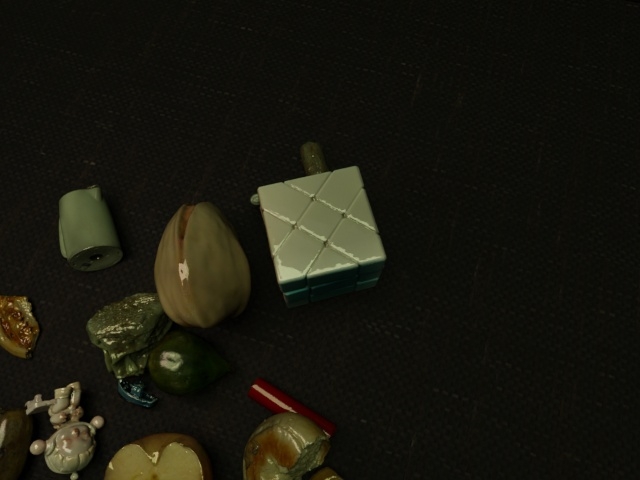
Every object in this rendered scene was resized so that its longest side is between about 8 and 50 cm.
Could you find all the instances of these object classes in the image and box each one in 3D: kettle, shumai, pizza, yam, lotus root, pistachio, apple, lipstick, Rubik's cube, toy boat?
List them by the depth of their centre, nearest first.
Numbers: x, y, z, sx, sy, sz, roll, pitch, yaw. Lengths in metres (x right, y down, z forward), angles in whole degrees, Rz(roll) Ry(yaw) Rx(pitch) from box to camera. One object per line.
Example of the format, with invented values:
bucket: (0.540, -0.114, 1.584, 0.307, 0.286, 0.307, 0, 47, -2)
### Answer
apple: (-0.420, 0.665, 1.227, 0.294, 0.163, 0.250, -7, 79, 12)
lotus root: (-0.907, 0.600, 1.279, 0.124, 0.123, 0.240, -8, 69, 29)
lipstick: (-0.086, 0.512, 1.332, 0.280, 0.073, 0.073, 29, 72, 11)
pistachio: (-0.348, 0.078, 1.357, 0.282, 0.365, 0.445, -12, 42, 3)
toy boat: (-0.561, 0.463, 1.359, 0.137, 0.060, 0.060, 19, 90, 14)
shumai: (-0.568, 0.293, 1.391, 0.225, 0.221, 0.261, 14, 38, 45)
Rubik's cube: (0.000, 0.000, 1.396, 0.323, 0.315, 0.318, -13, 70, -6)
pizza: (-0.997, 0.266, 1.441, 0.135, 0.056, 0.270, -29, 72, -1)
kettle: (-0.806, -0.029, 1.508, 0.241, 0.165, 0.255, -33, 69, 19)
yam: (-0.011, -0.241, 1.606, 0.093, 0.093, 0.258, -13, 70, -4)

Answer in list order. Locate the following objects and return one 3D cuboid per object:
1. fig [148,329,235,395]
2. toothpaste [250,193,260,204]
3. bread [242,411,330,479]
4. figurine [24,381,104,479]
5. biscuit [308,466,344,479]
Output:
fig: (-0.381, 0.366, 1.333, 0.245, 0.195, 0.195, 3, 69, -8)
toothpaste: (-0.209, -0.139, 1.495, 0.068, 0.255, 0.037, -18, 97, -2)
bread: (-0.112, 0.602, 1.233, 0.192, 0.171, 0.313, 32, 104, 36)
figurine: (-0.737, 0.557, 1.278, 0.145, 0.182, 0.256, -25, 72, 8)
biscuit: (0.052, 0.786, 1.215, 0.274, 0.091, 0.213, 35, 71, 10)
